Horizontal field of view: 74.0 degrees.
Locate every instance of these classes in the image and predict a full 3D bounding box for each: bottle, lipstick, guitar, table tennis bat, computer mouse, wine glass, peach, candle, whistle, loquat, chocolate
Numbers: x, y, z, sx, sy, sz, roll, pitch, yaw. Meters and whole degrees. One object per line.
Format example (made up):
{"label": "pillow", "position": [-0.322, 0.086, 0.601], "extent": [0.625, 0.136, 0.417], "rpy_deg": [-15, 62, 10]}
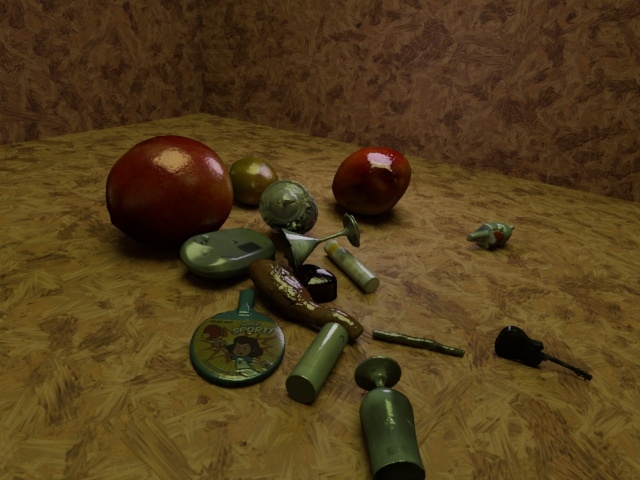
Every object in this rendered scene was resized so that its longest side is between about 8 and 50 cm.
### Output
{"label": "bottle", "position": [-0.003, 0.262, 0.937], "extent": [0.072, 0.072, 0.201], "rpy_deg": [16, 26, 17]}
{"label": "lipstick", "position": [0.097, 0.079, 1.372], "extent": [0.059, 0.059, 0.264], "rpy_deg": [-7, 29, -28]}
{"label": "guitar", "position": [0.552, 0.290, 1.053], "extent": [0.233, 0.088, 0.025], "rpy_deg": [24, 27, 12]}
{"label": "table tennis bat", "position": [-0.191, 0.220, 1.016], "extent": [0.215, 0.044, 0.329], "rpy_deg": [4, 27, -5]}
{"label": "computer mouse", "position": [-0.277, 0.041, 1.305], "extent": [0.197, 0.095, 0.331], "rpy_deg": [33, 24, 22]}
{"label": "wine glass", "position": [0.123, 0.333, 0.789], "extent": [0.103, 0.103, 0.231], "rpy_deg": [6, 28, -4]}
{"label": "wine glass", "position": [0.000, 0.000, 1.341], "extent": [0.232, 0.156, 0.156], "rpy_deg": [-18, 32, -15]}
{"label": "peach", "position": [-0.485, -0.149, 1.352], "extent": [0.388, 0.388, 0.388], "rpy_deg": [6, 25, -3]}
{"label": "candle", "position": [-0.110, -0.113, 1.451], "extent": [0.187, 0.187, 0.330], "rpy_deg": [11, -3, 6]}
{"label": "whistle", "position": [0.685, -0.022, 1.708], "extent": [0.253, 0.101, 0.106], "rpy_deg": [-5, 31, -30]}
{"label": "loquat", "position": [-0.267, -0.247, 1.799], "extent": [0.246, 0.213, 0.213], "rpy_deg": [11, 25, 4]}
{"label": "chocolate", "position": [-0.028, 0.118, 1.229], "extent": [0.149, 0.080, 0.125], "rpy_deg": [26, 30, 30]}
{"label": "peach", "position": [0.224, -0.256, 1.845], "extent": [0.373, 0.289, 0.372], "rpy_deg": [3, 17, -1]}

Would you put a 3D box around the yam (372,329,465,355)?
{"label": "yam", "position": [0.247, 0.258, 1.077], "extent": [0.234, 0.029, 0.027], "rpy_deg": [12, 52, 5]}

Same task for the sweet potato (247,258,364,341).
{"label": "sweet potato", "position": [-0.064, 0.155, 1.119], "extent": [0.385, 0.109, 0.109], "rpy_deg": [32, 33, 28]}
